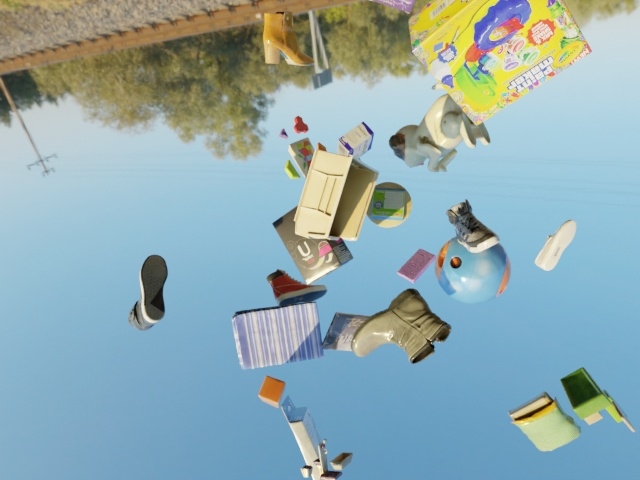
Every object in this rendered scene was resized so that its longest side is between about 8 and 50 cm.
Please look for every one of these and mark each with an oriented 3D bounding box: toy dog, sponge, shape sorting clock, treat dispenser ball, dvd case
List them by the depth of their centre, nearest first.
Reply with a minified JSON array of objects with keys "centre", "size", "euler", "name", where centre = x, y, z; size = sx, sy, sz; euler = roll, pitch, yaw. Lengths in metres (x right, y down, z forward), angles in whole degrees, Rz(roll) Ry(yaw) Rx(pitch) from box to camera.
[{"centre":[0.604,0.109,1.723],"size":[0.288,0.288,0.288],"euler":[-8,-155,4],"name":"treat dispenser ball"},{"centre":[0.121,0.372,1.743],"size":[0.221,0.164,0.018],"euler":[13,-164,-35],"name":"dvd case"},{"centre":[0.296,-0.157,1.897],"size":[0.206,0.206,0.040],"euler":[-6,165,7],"name":"shape sorting clock"},{"centre":[0.528,-0.507,2.077],"size":[0.408,0.395,0.285],"euler":[-25,-174,40],"name":"toy dog"},{"centre":[0.539,0.139,2.421],"size":[0.210,0.031,0.117],"euler":[-43,-136,-18],"name":"sponge"}]

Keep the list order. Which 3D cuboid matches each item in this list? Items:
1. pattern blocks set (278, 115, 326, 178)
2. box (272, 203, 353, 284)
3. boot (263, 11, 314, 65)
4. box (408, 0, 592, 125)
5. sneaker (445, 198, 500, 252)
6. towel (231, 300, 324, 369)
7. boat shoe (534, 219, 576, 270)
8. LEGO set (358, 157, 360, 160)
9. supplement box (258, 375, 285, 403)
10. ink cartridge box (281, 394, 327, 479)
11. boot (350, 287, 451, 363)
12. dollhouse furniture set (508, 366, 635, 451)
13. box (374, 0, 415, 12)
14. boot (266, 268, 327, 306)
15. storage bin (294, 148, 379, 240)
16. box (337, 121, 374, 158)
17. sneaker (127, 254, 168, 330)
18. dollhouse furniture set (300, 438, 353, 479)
[{"centre":[-0.056,-0.350,1.853],"size":[0.026,0.325,0.285],"euler":[-19,-153,44],"name":"pattern blocks set"},{"centre":[-0.027,0.002,1.613],"size":[0.165,0.270,0.143],"euler":[-33,174,25],"name":"box"},{"centre":[-0.127,-0.883,1.894],"size":[0.104,0.211,0.295],"euler":[25,-150,37],"name":"boot"},{"centre":[0.414,-0.489,1.028],"size":[0.290,0.279,0.177],"euler":[-32,-143,36],"name":"box"},{"centre":[0.506,-0.054,1.476],"size":[0.101,0.153,0.268],"euler":[-30,-172,4],"name":"sneaker"},{"centre":[-0.164,0.374,1.693],"size":[0.336,0.243,0.040],"euler":[-8,-170,-4],"name":"towel"},{"centre":[0.777,0.011,1.437],"size":[0.066,0.184,0.063],"euler":[18,-170,-26],"name":"boat shoe"},{"centre":[0.135,-0.299,1.753],"size":[0.023,0.083,0.054],"euler":[0,-143,-42],"name":"LEGO set"},{"centre":[-0.171,0.546,1.556],"size":[0.080,0.233,0.078],"euler":[19,-115,6],"name":"supplement box"},{"centre":[-0.043,0.577,1.305],"size":[0.045,0.224,0.223],"euler":[-27,170,-4],"name":"ink cartridge box"},{"centre":[0.193,0.246,1.081],"size":[0.246,0.083,0.161],"euler":[-44,-140,11],"name":"boot"},{"centre":[0.776,0.576,1.354],"size":[0.301,0.197,0.151],"euler":[-41,-174,20],"name":"dollhouse furniture set"},{"centre":[0.256,-0.864,1.372],"size":[0.153,0.207,0.108],"euler":[15,-129,-5],"name":"box"},{"centre":[-0.101,0.181,1.845],"size":[0.244,0.088,0.176],"euler":[-5,-133,-31],"name":"boot"},{"centre":[0.053,-0.126,1.345],"size":[0.123,0.260,0.262],"euler":[19,-173,23],"name":"storage bin"},{"centre":[0.142,-0.393,1.767],"size":[0.137,0.126,0.072],"euler":[-38,-104,-11],"name":"box"},{"centre":[-0.545,0.170,1.360],"size":[0.086,0.163,0.226],"euler":[13,-125,-32],"name":"sneaker"},{"centre":[0.018,0.498,1.022],"size":[0.091,0.081,0.114],"euler":[-13,170,30],"name":"dollhouse furniture set"}]
